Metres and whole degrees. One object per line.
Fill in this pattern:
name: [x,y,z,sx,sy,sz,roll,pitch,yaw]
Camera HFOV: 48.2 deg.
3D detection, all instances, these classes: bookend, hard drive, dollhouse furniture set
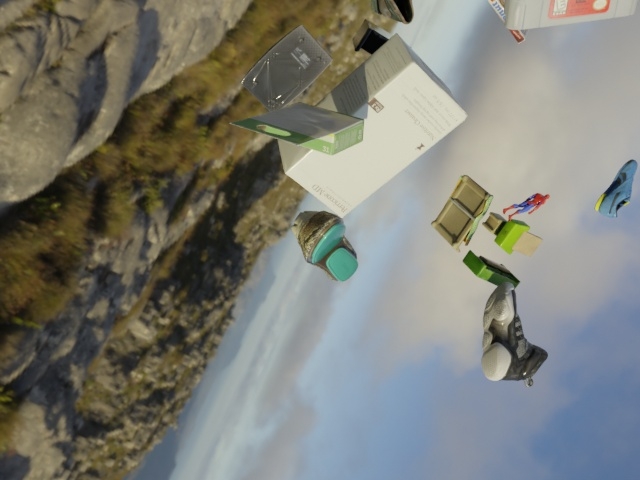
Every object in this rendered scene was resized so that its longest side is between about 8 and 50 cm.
bookend: [0.174,-0.523,1.956,0.072,0.157,0.156,-56,-165,22]
hard drive: [-0.106,-0.528,2.201,0.255,0.172,0.054,-41,-145,13]
dollhouse furniture set: [0.484,-0.027,2.082,0.197,0.151,0.301,-58,-146,17]

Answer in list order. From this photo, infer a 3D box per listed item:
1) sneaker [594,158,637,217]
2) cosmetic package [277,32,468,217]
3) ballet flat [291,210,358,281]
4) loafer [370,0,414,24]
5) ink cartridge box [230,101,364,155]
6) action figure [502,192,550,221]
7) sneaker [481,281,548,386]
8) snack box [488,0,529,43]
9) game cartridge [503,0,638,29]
sneaker: [0.941,-0.157,2.223,0.209,0.082,0.069,-52,144,-10]
cosmetic package: [0.111,-0.257,1.659,0.385,0.217,0.156,-41,-143,20]
ballet flat: [0.000,0.000,2.249,0.164,0.182,0.483,-45,160,-4]
loafer: [0.144,-0.495,1.358,0.096,0.084,0.267,-51,170,0]
ink cartridge box: [-0.043,-0.215,1.430,0.235,0.171,0.056,-32,135,-48]
action figure: [0.479,-0.081,1.653,0.030,0.115,0.038,72,-9,-50]
sneaker: [0.511,0.250,1.879,0.101,0.153,0.268,143,-37,-60]
snack box: [0.423,-0.543,1.656,0.022,0.178,0.064,-25,-155,43]
game cartridge: [0.516,-0.535,1.429,0.060,0.294,0.196,-117,-160,-56]
